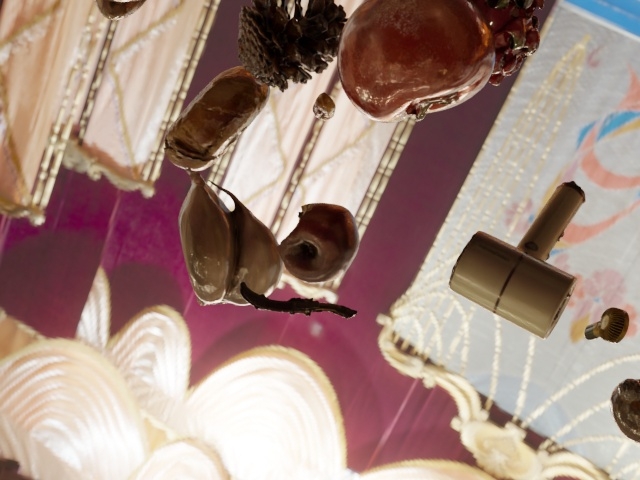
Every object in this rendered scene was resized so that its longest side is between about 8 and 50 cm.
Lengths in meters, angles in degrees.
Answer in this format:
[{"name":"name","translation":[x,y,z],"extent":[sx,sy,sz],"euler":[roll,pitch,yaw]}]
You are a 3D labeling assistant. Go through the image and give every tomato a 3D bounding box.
[{"name":"tomato","translation":[0.155,-0.325,1.474],"extent":[0.270,0.270,0.227],"euler":[-13,-98,-59]}]

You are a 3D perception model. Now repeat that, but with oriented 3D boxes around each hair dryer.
[{"name":"hair dryer","translation":[0.412,0.003,1.624],"extent":[0.203,0.128,0.362],"euler":[28,-124,21]}]

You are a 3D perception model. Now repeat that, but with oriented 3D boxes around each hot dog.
[{"name":"hot dog","translation":[0.007,-0.352,2.325],"extent":[0.066,0.047,0.216],"euler":[44,178,-6]}]

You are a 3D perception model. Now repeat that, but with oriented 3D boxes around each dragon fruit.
[{"name":"dragon fruit","translation":[0.329,-0.415,1.616],"extent":[0.198,0.218,0.273],"euler":[24,159,-11]}]

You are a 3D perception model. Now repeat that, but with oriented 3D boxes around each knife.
[{"name":"knife","translation":[-0.044,0.119,1.581],"extent":[0.222,0.045,0.021],"euler":[12,160,6]}]

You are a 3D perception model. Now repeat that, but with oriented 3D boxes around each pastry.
[{"name":"pastry","translation":[-0.281,-0.333,2.346],"extent":[0.164,0.356,0.356],"euler":[43,-162,-9]}]

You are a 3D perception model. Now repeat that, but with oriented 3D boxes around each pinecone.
[{"name":"pinecone","translation":[-0.061,-0.489,2.055],"extent":[0.292,0.246,0.246],"euler":[-27,-136,-19]}]

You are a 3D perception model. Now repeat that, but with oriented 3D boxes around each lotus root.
[{"name":"lotus root","translation":[0.664,0.356,1.810],"extent":[0.209,0.120,0.120],"euler":[52,-179,-37]}]

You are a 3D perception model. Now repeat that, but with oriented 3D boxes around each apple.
[{"name":"apple","translation":[0.007,-0.001,1.686],"extent":[0.147,0.156,0.158],"euler":[3,-157,21]}]

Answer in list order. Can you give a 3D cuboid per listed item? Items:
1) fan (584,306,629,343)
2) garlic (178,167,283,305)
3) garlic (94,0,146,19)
[{"name":"fan","translation":[0.662,0.205,2.029],"extent":[0.039,0.082,0.155],"euler":[18,159,-8]},{"name":"garlic","translation":[-0.209,-0.004,2.019],"extent":[0.232,0.339,0.246],"euler":[-7,-170,-5]},{"name":"garlic","translation":[-0.301,-0.509,1.389],"extent":[0.132,0.279,0.325],"euler":[-2,-138,-19]}]
